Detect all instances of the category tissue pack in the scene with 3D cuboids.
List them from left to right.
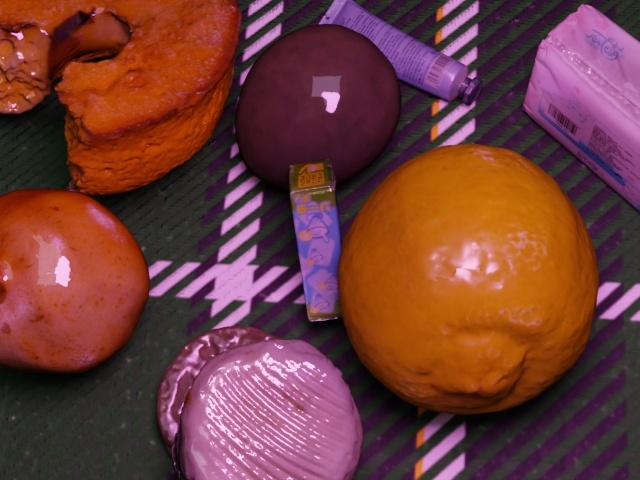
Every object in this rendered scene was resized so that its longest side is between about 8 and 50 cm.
[{"bbox_3d":[0.416,-0.169,1.607,0.124,0.201,0.271,-40,71,-16],"label":"tissue pack"}]

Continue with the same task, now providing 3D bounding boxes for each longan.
[{"bbox_3d":[-0.010,-0.182,1.638,0.248,0.248,0.248,-2,66,3],"label":"longan"}]

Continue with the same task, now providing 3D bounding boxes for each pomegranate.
[{"bbox_3d":[-0.357,0.057,1.530,0.264,0.264,0.264,-2,66,3],"label":"pomegranate"}]

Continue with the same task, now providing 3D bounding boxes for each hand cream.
[{"bbox_3d":[0.117,-0.281,1.757,0.271,0.058,0.091,30,83,20],"label":"hand cream"}]

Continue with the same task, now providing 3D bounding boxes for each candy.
[{"bbox_3d":[0.000,0.000,1.552,0.062,0.194,0.097,-8,27,1],"label":"candy"}]

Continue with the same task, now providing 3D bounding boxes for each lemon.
[{"bbox_3d":[0.181,0.046,1.459,0.348,0.348,0.348,-2,66,3],"label":"lemon"}]

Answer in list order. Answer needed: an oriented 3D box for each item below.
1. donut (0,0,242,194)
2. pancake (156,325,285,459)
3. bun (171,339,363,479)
[{"bbox_3d":[-0.292,-0.253,1.675,0.378,0.163,0.435,-30,54,-25],"label":"donut"},{"bbox_3d":[-0.099,0.224,1.551,0.236,0.042,0.222,10,70,7],"label":"pancake"},{"bbox_3d":[-0.066,0.241,1.451,0.239,0.141,0.239,1,80,-3],"label":"bun"}]
